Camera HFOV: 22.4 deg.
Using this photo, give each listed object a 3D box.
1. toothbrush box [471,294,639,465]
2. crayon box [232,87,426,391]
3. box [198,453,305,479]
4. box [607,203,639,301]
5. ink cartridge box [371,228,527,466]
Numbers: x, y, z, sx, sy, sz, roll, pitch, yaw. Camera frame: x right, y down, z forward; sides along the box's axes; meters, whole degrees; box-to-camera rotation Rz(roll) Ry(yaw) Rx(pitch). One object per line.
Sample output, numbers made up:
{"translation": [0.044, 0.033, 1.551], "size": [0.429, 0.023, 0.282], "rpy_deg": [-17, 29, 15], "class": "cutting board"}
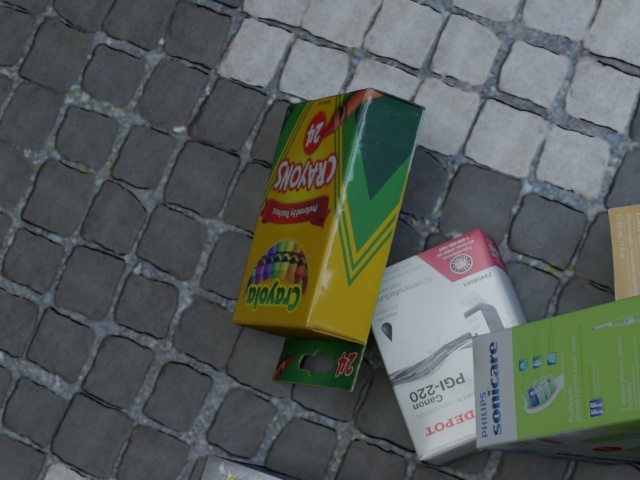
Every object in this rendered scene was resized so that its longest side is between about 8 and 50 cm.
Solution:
{"translation": [0.318, 0.137, 1.571], "size": [0.283, 0.206, 0.122], "rpy_deg": [-17, 67, 47], "class": "toothbrush box"}
{"translation": [0.000, 0.000, 1.786], "size": [0.081, 0.202, 0.319], "rpy_deg": [18, 80, -26], "class": "crayon box"}
{"translation": [0.002, 0.294, 1.725], "size": [0.231, 0.183, 0.056], "rpy_deg": [16, 83, 20], "class": "box"}
{"translation": [0.397, 0.029, 1.703], "size": [0.170, 0.091, 0.130], "rpy_deg": [-9, 64, 15], "class": "box"}
{"translation": [0.151, 0.120, 1.769], "size": [0.158, 0.092, 0.218], "rpy_deg": [-24, 74, 11], "class": "ink cartridge box"}
